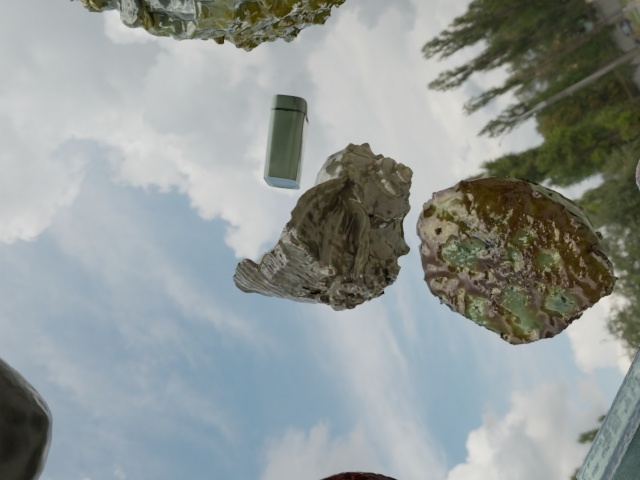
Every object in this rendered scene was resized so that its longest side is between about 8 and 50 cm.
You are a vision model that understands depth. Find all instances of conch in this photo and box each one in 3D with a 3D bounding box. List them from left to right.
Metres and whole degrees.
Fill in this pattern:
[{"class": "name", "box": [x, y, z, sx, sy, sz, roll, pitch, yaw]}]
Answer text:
[{"class": "conch", "box": [0.000, 0.000, 0.686, 0.178, 0.245, 0.163, 8, -123, -46]}]

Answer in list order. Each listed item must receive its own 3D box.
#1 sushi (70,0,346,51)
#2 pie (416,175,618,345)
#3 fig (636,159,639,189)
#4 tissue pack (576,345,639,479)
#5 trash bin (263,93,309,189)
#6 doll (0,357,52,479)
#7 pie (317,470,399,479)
[{"class": "sushi", "box": [-0.106, -0.400, 0.654, 0.240, 0.351, 0.397, -18, -75, -56]}, {"class": "pie", "box": [0.336, 0.029, 1.160, 0.354, 0.288, 0.103, 29, -147, 22]}, {"class": "fig", "box": [0.545, -0.117, 0.999, 0.153, 0.119, 0.119, 43, -147, -53]}, {"class": "tissue pack", "box": [0.424, 0.206, 0.715, 0.185, 0.257, 0.081, 16, -161, 2]}, {"class": "trash bin", "box": [-0.054, -0.154, 1.036, 0.116, 0.059, 0.130, 50, -133, -84]}, {"class": "doll", "box": [-0.495, 0.232, 0.593, 0.378, 0.252, 0.383, 22, -106, 1]}, {"class": "pie", "box": [0.049, 0.412, 0.855, 0.054, 0.218, 0.205, 78, -178, -70]}]
